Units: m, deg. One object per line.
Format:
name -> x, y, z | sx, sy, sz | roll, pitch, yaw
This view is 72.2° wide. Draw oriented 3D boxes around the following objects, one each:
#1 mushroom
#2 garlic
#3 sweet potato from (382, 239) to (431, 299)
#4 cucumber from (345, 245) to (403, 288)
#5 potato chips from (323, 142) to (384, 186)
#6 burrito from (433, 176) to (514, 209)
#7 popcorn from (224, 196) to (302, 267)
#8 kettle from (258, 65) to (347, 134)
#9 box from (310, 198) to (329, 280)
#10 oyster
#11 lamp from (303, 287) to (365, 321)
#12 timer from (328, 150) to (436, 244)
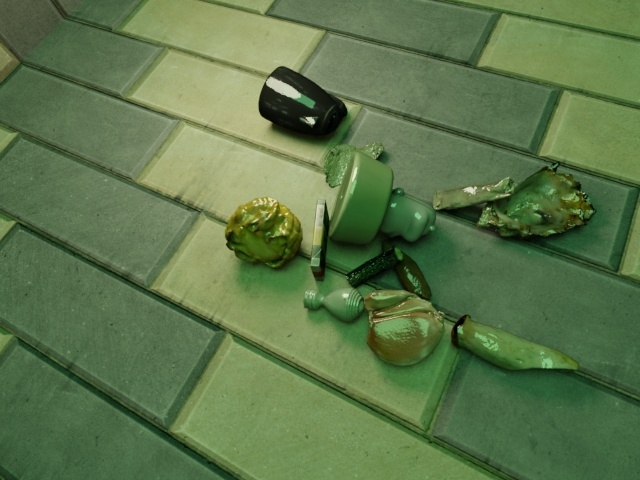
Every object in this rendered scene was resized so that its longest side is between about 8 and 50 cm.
mushroom -> 0.530, 0.308, 1.220 | 0.333, 0.087, 0.107 | 22, 68, 15
garlic -> 0.244, 0.254, 1.279 | 0.228, 0.110, 0.217 | 0, 75, 15
sweet potato -> 0.262, 0.085, 1.372 | 0.077, 0.077, 0.243 | -28, 65, -6
cucumber -> 0.168, 0.081, 1.368 | 0.187, 0.058, 0.058 | -32, 61, 19
potato chips -> 0.121, -0.286, 1.586 | 0.228, 0.059, 0.167 | -9, 69, -2
burrito -> 0.486, -0.150, 1.398 | 0.275, 0.059, 0.082 | -10, 56, 47
popcorn -> -0.177, -0.030, 1.417 | 0.250, 0.250, 0.190 | -4, 26, 7
kettle -> -0.042, -0.514, 1.658 | 0.290, 0.207, 0.268 | 28, 43, 14
box -> 0.000, 0.000, 1.420 | 0.034, 0.132, 0.235 | 2, 64, 8
oyster -> 0.675, -0.083, 1.385 | 0.361, 0.096, 0.221 | -28, 68, -6
lamp -> 0.042, 0.188, 1.343 | 0.193, 0.106, 0.106 | 7, 65, 21
timer -> 0.211, -0.096, 1.390 | 0.315, 0.291, 0.290 | 18, 66, -6
